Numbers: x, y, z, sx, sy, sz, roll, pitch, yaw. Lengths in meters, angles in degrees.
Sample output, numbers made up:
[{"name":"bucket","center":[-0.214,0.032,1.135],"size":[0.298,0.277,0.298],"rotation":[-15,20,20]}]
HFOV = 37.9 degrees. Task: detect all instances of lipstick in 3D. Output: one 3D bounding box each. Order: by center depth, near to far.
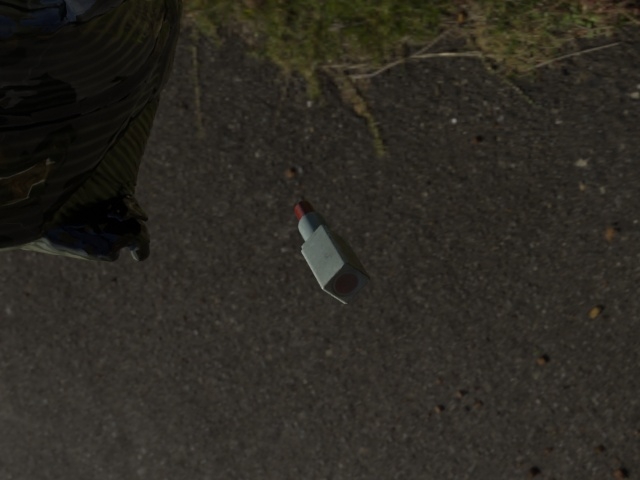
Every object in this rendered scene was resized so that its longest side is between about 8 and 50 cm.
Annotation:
[{"name":"lipstick","center":[0.001,0.000,0.761],"size":[0.030,0.030,0.129],"rotation":[-48,34,12]}]

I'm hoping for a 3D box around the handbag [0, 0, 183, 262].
[{"name":"handbag","center":[-0.224,-0.117,0.454],"size":[0.240,0.341,0.247],"rotation":[-116,31,-45]}]
